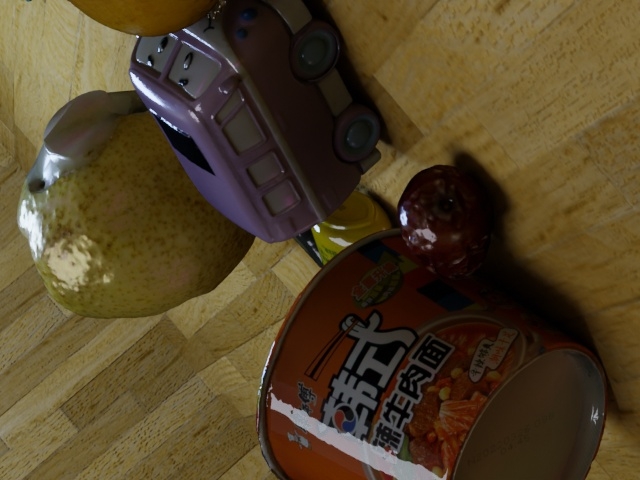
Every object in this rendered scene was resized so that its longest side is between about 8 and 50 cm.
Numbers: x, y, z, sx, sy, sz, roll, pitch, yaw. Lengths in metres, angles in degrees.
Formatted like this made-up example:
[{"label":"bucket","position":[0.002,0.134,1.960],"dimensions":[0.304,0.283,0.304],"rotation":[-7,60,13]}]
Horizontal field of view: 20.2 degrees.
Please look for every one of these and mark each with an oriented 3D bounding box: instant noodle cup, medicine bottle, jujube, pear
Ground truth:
[{"label":"instant noodle cup","position":[0.100,0.139,1.477],"dimensions":[0.192,0.250,0.250],"rotation":[28,157,40]},{"label":"medicine bottle","position":[0.054,0.065,1.714],"dimensions":[0.095,0.064,0.260],"rotation":[25,145,40]},{"label":"jujube","position":[0.100,-0.013,1.394],"dimensions":[0.077,0.077,0.129],"rotation":[45,178,21]},{"label":"pear","position":[-0.200,-0.031,1.969],"dimensions":[0.271,0.271,0.271],"rotation":[46,167,14]}]

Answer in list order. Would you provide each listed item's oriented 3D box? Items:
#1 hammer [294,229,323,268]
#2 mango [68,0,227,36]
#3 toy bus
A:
[{"label":"hammer","position":[0.000,0.000,1.843],"dimensions":[0.226,0.041,0.159],"rotation":[48,166,2]},{"label":"mango","position":[-0.128,-0.259,1.293],"dimensions":[0.187,0.138,0.257],"rotation":[69,156,13]},{"label":"toy bus","position":[-0.055,-0.114,1.455],"dimensions":[0.142,0.142,0.202],"rotation":[37,162,47]}]
